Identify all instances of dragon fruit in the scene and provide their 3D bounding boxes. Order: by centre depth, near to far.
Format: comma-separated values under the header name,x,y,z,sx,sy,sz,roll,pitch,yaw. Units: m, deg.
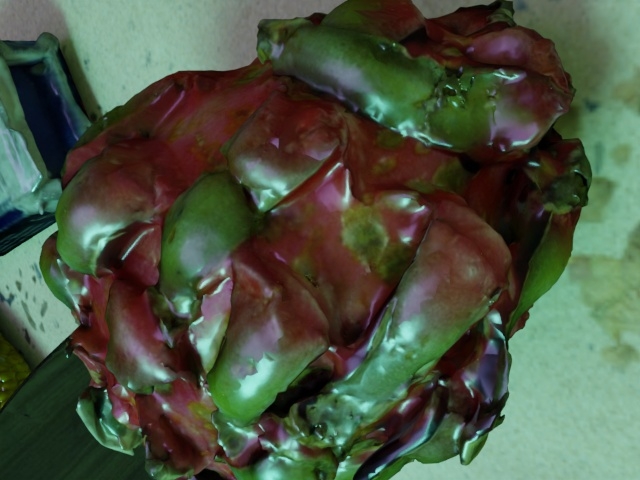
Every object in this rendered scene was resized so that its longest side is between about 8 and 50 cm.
name,x,y,z,sx,sy,sz,roll,pitch,yaw
dragon fruit,-0.003,0.004,0.416,0.302,0.237,0.231,-27,95,22

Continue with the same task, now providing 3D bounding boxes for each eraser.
name,x,y,z,sx,sy,sz,roll,pitch,yaw
eraser,-0.330,-0.059,0.753,0.332,0.101,0.155,-23,89,42

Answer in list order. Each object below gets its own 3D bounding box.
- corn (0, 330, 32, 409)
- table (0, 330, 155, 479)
name,x,y,z,sx,sy,sz,roll,pitch,yaw
corn,-0.372,0.138,0.840,0.313,0.102,0.102,42,125,22
table,-0.158,0.225,0.627,0.249,0.317,0.317,-15,92,54
